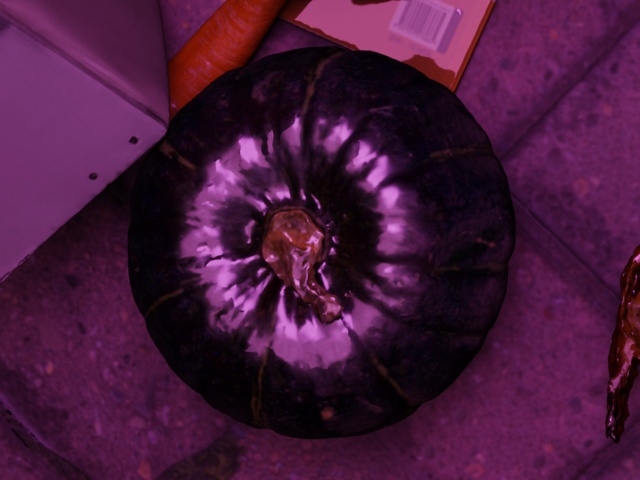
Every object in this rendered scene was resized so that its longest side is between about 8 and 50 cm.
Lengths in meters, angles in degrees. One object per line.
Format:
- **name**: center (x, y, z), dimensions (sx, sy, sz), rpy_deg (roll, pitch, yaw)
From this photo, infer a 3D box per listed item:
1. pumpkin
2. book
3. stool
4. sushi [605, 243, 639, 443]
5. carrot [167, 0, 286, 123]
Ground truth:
- **pumpkin**: center (0.000, 0.000, 1.059), dimensions (0.323, 0.241, 0.323), rpy_deg (-1, 86, 15)
- **book**: center (0.082, -0.301, 1.115), dimensions (0.208, 0.020, 0.295), rpy_deg (27, 103, 11)
- **stool**: center (-0.278, -0.131, 1.084), dimensions (0.270, 0.243, 0.170), rpy_deg (-39, 128, 22)
- **sushi**: center (0.335, 0.027, 1.005), dimensions (0.296, 0.179, 0.166), rpy_deg (-23, 96, 18)
- **carrot**: center (-0.076, -0.186, 1.140), dimensions (0.271, 0.066, 0.062), rpy_deg (-47, 48, 24)
